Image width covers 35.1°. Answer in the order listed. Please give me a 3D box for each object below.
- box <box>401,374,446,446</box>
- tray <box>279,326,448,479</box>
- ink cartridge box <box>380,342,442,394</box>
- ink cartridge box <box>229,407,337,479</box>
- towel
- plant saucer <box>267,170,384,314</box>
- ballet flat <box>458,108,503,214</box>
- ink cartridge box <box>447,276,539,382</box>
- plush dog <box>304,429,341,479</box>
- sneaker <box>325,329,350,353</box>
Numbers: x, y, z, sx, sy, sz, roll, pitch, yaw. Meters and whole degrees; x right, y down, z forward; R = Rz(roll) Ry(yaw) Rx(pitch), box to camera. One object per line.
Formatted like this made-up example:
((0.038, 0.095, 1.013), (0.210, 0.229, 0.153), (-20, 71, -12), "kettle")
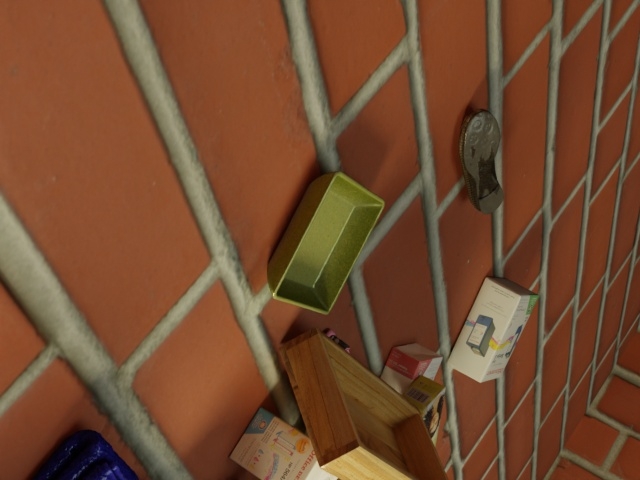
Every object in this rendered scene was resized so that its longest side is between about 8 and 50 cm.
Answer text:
((0.178, 0.370, 1.898), (0.087, 0.058, 0.232), (-37, 142, -43), "box")
((0.085, 0.305, 1.585), (0.076, 0.203, 0.411), (-31, 144, 13), "tray")
((0.150, 0.301, 1.931), (0.115, 0.067, 0.198), (3, 111, -61), "ink cartridge box")
((-0.045, 0.332, 1.525), (0.092, 0.143, 0.090), (-58, 153, -9), "ink cartridge box")
((-0.283, 0.377, 1.217), (0.228, 0.076, 0.308), (-52, 152, -21), "towel")
((0.000, 0.000, 1.404), (0.188, 0.045, 0.188), (-63, 154, 1), "plant saucer")
((0.275, -0.141, 1.766), (0.084, 0.058, 0.250), (-33, 141, -8), "ballet flat")
((0.378, 0.195, 2.212), (0.154, 0.093, 0.212), (7, 110, -63), "ink cartridge box")
((0.018, 0.435, 1.695), (0.210, 0.262, 0.225), (-30, 144, 10), "plush dog")
((0.029, 0.195, 1.627), (0.047, 0.057, 0.119), (-51, 152, -28), "sneaker")
